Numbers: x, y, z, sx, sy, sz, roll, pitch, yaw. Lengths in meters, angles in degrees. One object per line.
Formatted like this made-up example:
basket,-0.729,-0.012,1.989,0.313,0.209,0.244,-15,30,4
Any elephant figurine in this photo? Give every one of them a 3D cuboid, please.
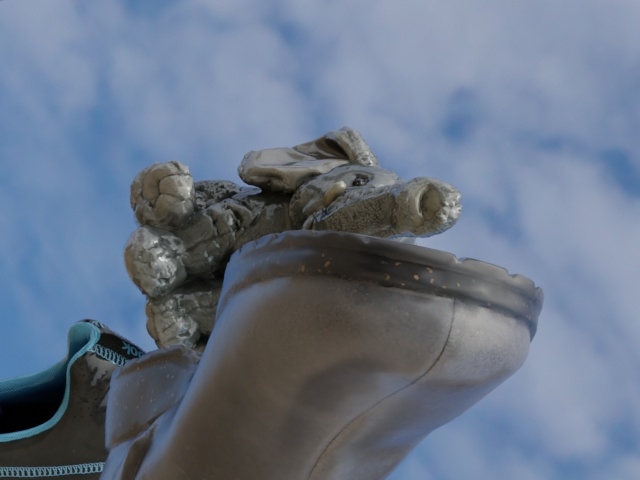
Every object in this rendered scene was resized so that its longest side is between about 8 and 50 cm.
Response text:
elephant figurine,0.000,0.000,1.240,0.239,0.186,0.169,-19,-46,14

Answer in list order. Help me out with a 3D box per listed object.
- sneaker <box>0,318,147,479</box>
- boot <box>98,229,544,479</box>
sneaker,-0.251,0.173,1.308,0.140,0.341,0.125,50,11,-35
boot,-0.022,0.139,0.715,0.118,0.223,0.338,17,-24,-14
